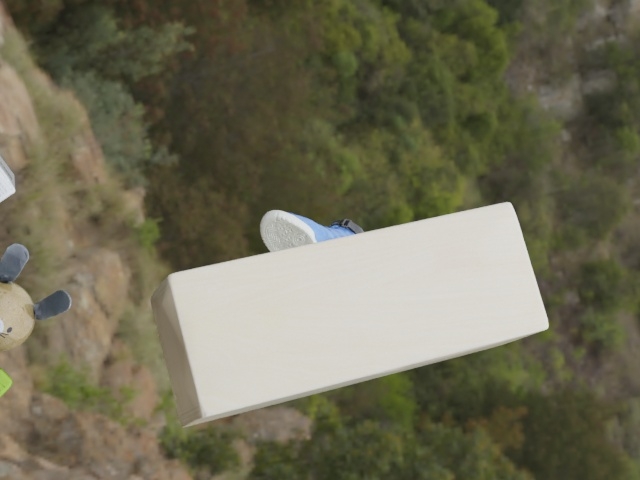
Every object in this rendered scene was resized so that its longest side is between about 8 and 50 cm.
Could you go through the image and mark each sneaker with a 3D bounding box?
[{"bbox_3d":[-0.001,0.001,1.352,0.152,0.058,0.084,31,31,-14],"label":"sneaker"}]

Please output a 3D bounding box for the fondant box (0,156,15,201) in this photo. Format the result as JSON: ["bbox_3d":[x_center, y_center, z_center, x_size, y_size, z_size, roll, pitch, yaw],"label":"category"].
[{"bbox_3d":[-0.582,-0.021,1.629,0.096,0.330,0.238,57,-8,-15],"label":"fondant box"}]

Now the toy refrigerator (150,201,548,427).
[{"bbox_3d":[0.020,0.054,0.876,0.094,0.269,0.102,140,-64,-69],"label":"toy refrigerator"}]

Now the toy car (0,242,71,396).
[{"bbox_3d":[-0.397,0.100,1.423,0.155,0.188,0.149,49,5,-10],"label":"toy car"}]
